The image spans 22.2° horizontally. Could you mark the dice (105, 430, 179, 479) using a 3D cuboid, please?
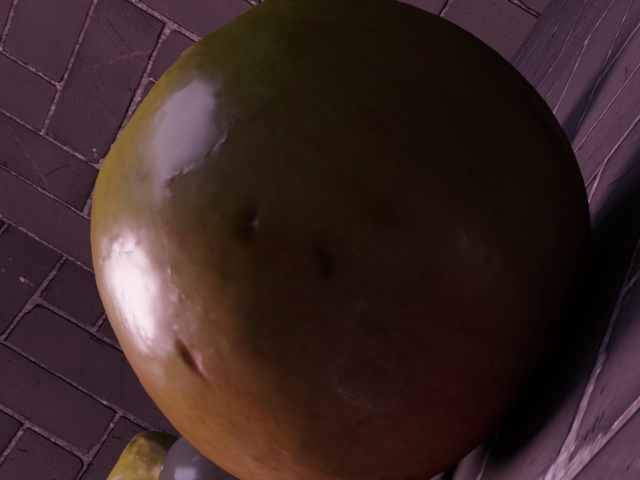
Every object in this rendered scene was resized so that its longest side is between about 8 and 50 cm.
[{"bbox_3d":[-0.170,0.373,1.900,0.238,0.227,0.233,-60,-1,-2],"label":"dice"}]

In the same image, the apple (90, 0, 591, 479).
[{"bbox_3d":[0.000,0.000,1.080,0.338,0.305,0.338,-46,11,11],"label":"apple"}]

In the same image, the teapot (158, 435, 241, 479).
[{"bbox_3d":[-0.006,0.175,1.321,0.251,0.183,0.183,-49,3,13],"label":"teapot"}]
